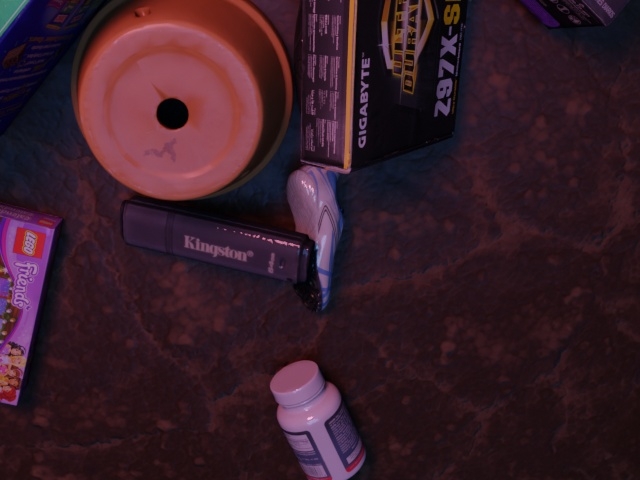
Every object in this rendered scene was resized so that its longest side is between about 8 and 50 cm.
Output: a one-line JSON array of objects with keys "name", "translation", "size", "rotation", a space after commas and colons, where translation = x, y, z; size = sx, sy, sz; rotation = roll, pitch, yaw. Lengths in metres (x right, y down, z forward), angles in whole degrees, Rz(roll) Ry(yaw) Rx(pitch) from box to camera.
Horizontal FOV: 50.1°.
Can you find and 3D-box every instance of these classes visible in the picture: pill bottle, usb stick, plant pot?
[{"name": "pill bottle", "translation": [-0.007, 0.283, 1.077], "size": [0.108, 0.108, 0.180], "rotation": [-22, 111, 2]}, {"name": "usb stick", "translation": [-0.146, -0.001, 0.948], "size": [0.278, 0.045, 0.077], "rotation": [13, 111, 9]}, {"name": "plant pot", "translation": [-0.170, -0.172, 0.840], "size": [0.291, 0.203, 0.290], "rotation": [-2, 110, -6]}]

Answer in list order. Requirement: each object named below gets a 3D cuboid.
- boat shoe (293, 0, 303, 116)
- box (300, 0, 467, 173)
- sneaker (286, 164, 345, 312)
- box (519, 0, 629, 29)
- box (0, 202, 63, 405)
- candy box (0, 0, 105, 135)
[{"name": "boat shoe", "translation": [0.027, -0.293, 0.865], "size": [0.103, 0.118, 0.320], "rotation": [5, 101, -9]}, {"name": "box", "translation": [0.085, -0.263, 0.813], "size": [0.079, 0.257, 0.322], "rotation": [16, 115, 33]}, {"name": "sneaker", "translation": [0.000, 0.000, 0.991], "size": [0.086, 0.085, 0.237], "rotation": [-20, 124, -33]}, {"name": "box", "translation": [0.342, -0.412, 0.821], "size": [0.165, 0.143, 0.270], "rotation": [36, 95, -18]}, {"name": "box", "translation": [-0.501, 0.081, 0.976], "size": [0.201, 0.057, 0.293], "rotation": [15, 108, -12]}, {"name": "candy box", "translation": [-0.362, -0.244, 0.757], "size": [0.122, 0.268, 0.317], "rotation": [40, 101, -14]}]
